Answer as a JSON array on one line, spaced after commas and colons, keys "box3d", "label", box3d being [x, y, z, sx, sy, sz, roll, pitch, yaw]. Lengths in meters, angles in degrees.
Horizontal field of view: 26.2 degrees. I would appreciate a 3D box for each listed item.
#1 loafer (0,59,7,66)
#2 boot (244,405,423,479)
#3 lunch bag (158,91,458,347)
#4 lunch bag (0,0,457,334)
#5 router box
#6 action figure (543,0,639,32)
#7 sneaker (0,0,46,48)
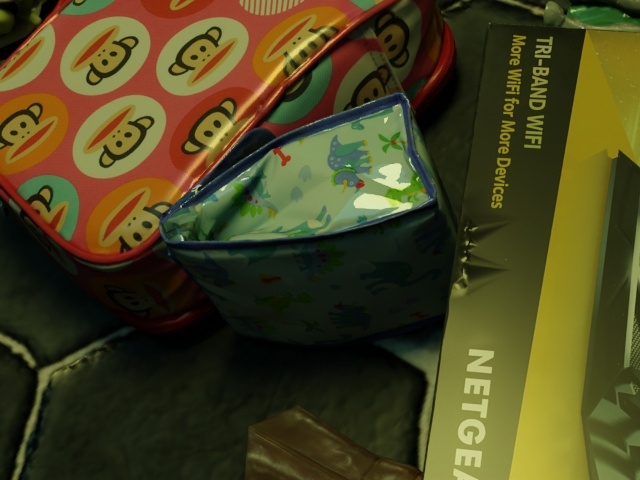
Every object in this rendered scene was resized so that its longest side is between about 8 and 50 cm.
[{"box3d": [-0.292, -0.052, 0.960, 0.220, 0.080, 0.078, -45, 54, -11], "label": "loafer"}, {"box3d": [-0.006, 0.147, 0.740, 0.114, 0.037, 0.106, 23, 56, 29], "label": "boot"}, {"box3d": [0.000, 0.000, 0.777, 0.151, 0.129, 0.096, -20, 55, 8], "label": "lunch bag"}, {"box3d": [-0.088, -0.108, 0.891, 0.293, 0.120, 0.258, -44, 53, -10], "label": "lunch bag"}, {"box3d": [0.185, 0.040, 0.679, 0.243, 0.081, 0.309, 5, 59, 10], "label": "router box"}, {"box3d": [0.252, -0.124, 0.808, 0.232, 0.063, 0.137, 12, 60, 24], "label": "action figure"}, {"box3d": [-0.239, -0.232, 1.047, 0.384, 0.145, 0.147, -43, 74, -7], "label": "sneaker"}]
